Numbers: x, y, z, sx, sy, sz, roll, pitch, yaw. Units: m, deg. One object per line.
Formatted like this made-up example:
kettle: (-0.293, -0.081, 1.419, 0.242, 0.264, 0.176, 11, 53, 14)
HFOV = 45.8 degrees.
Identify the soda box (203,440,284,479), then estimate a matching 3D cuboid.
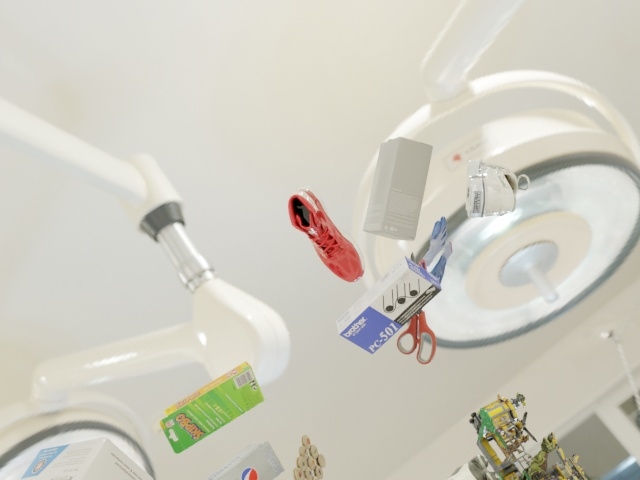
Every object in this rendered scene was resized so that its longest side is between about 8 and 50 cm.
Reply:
soda box: (-0.231, 0.610, 1.853, 0.286, 0.091, 0.098, -32, 2, -36)

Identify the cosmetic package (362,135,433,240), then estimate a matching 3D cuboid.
cosmetic package: (0.189, -0.126, 1.864, 0.127, 0.107, 0.237, -176, 101, -73)

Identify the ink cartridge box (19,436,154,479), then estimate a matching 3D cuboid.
ink cartridge box: (-0.577, 0.634, 1.592, 0.286, 0.166, 0.394, -20, 30, 39)

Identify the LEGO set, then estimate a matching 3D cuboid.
LEGO set: (0.524, 0.503, 1.791, 0.192, 0.331, 0.254, -23, -43, -14)

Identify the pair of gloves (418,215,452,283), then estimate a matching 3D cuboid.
pair of gloves: (0.286, 0.044, 1.879, 0.159, 0.023, 0.198, -58, -30, -29)

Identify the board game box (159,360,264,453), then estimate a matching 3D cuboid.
board game box: (-0.271, 0.417, 1.889, 0.259, 0.039, 0.124, -31, -56, -21)

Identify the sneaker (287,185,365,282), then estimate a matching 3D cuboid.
sneaker: (0.000, 0.000, 1.484, 0.087, 0.221, 0.128, -38, 1, 17)

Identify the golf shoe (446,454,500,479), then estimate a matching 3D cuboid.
golf shoe: (0.312, 0.575, 1.658, 0.120, 0.105, 0.272, -19, -50, -15)

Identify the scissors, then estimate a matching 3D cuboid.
scissors: (0.262, 0.180, 1.964, 0.021, 0.109, 0.297, -23, -56, -57)

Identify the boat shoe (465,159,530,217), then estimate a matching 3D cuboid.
boat shoe: (0.459, -0.135, 1.963, 0.367, 0.157, 0.135, -52, -35, -75)

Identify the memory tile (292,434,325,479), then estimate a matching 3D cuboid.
memory tile: (-0.026, 0.566, 1.883, 0.012, 0.113, 0.148, -21, 25, 21)

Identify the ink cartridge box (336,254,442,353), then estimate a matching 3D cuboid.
ink cartridge box: (0.136, 0.132, 1.523, 0.097, 0.046, 0.207, 33, -66, -26)
